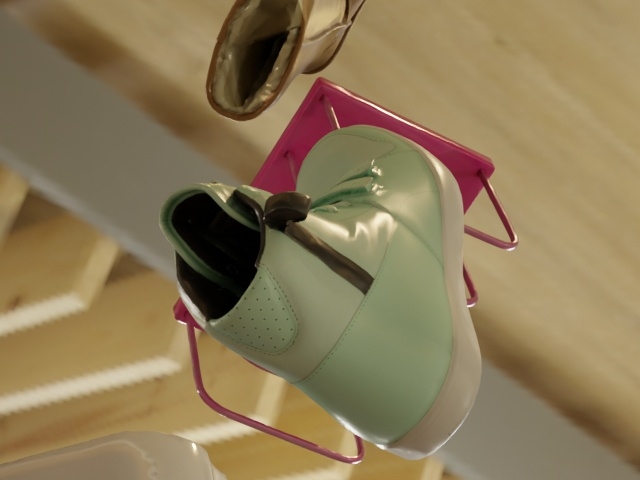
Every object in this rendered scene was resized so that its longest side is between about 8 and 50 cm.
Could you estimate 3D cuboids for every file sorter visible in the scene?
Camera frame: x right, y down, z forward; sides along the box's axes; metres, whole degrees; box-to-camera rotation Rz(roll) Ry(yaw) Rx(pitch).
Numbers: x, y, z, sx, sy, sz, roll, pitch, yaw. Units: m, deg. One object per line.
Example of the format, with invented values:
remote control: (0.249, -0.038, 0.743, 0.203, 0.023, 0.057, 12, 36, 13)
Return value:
file sorter: (0.023, 0.040, 1.808, 0.202, 0.182, 0.290, 24, -66, -22)

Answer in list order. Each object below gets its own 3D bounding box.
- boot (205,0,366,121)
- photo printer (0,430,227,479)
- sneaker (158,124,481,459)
boot: (-0.002, -0.225, 1.609, 0.089, 0.236, 0.269, 21, 14, 7)
photo printer: (-0.196, 0.247, 1.153, 0.307, 0.256, 0.107, -16, -54, 23)
sneaker: (-0.007, -0.014, 0.953, 0.151, 0.256, 0.094, 33, -69, -24)
